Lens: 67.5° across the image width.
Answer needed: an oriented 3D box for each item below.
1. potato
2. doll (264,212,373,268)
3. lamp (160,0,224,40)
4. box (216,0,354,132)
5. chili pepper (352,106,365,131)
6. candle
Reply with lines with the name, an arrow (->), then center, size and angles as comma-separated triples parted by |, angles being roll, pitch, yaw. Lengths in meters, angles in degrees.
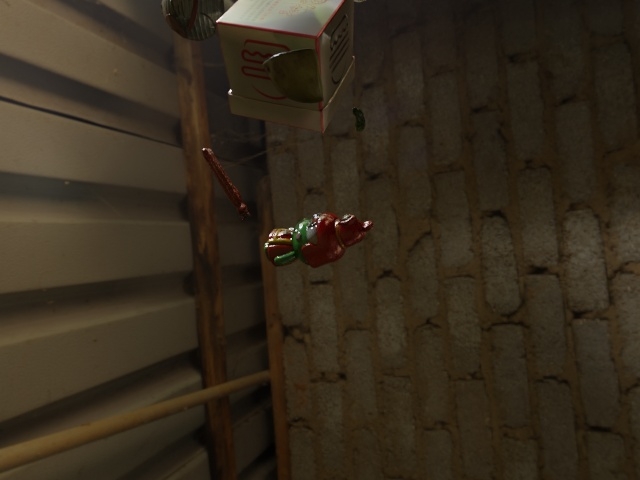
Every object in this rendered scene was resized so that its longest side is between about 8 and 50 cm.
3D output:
potato -> -0.072, -0.395, 1.185 | 0.081, 0.149, 0.120 | -40, -59, -73
doll -> -0.001, -0.001, 1.534 | 0.160, 0.363, 0.182 | 63, -155, -22
lamp -> -0.472, -0.861, 1.770 | 0.233, 0.233, 0.265 | 22, -120, -67
box -> -0.085, -0.550, 1.411 | 0.300, 0.312, 0.314 | 85, -156, -51
chili pepper -> 0.124, -0.384, 1.530 | 0.030, 0.034, 0.091 | -39, -36, -17
candle -> -0.372, -0.225, 1.890 | 0.329, 0.048, 0.051 | 58, -169, 6
